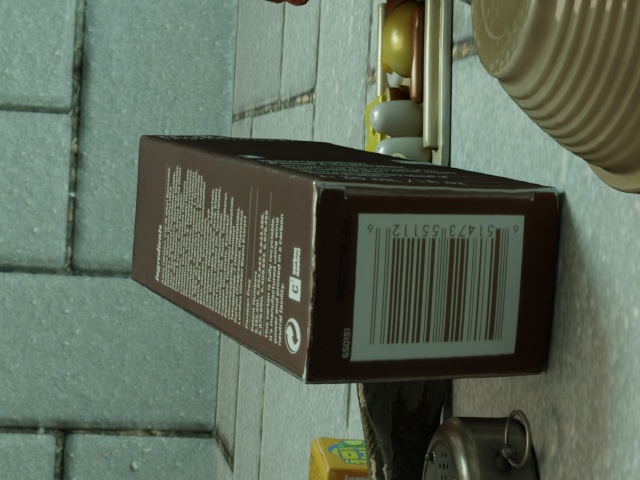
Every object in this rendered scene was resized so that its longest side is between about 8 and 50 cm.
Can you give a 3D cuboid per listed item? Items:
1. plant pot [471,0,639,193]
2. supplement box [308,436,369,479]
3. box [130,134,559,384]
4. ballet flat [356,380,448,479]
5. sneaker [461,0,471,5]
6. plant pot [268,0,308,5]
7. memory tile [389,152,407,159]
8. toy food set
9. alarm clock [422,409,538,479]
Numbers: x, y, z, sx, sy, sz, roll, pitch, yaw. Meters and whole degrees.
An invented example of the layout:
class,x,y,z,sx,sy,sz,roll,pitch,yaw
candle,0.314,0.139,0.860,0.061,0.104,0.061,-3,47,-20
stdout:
class,x,y,z,sx,sy,sz,roll,pitch,yaw
plant pot,0.149,-0.144,0.726,0.237,0.109,0.237,-176,90,-79
supplement box,0.023,0.319,1.366,0.080,0.078,0.233,-125,38,-73
box,0.000,0.000,1.049,0.381,0.191,0.143,-164,76,-64
ballet flat,0.071,0.170,1.159,0.058,0.084,0.250,138,128,-73
sneaker,0.136,-0.254,0.943,0.115,0.105,0.281,-63,3,-19
plant pot,-0.056,-0.377,1.254,0.272,0.272,0.265,-112,43,-66
memory tile,0.089,-0.004,1.119,0.148,0.012,0.113,26,115,52
toy food set,0.051,-0.163,1.299,0.220,0.092,0.306,152,121,-77
alarm clock,0.114,0.180,0.966,0.192,0.064,0.129,110,161,-48
